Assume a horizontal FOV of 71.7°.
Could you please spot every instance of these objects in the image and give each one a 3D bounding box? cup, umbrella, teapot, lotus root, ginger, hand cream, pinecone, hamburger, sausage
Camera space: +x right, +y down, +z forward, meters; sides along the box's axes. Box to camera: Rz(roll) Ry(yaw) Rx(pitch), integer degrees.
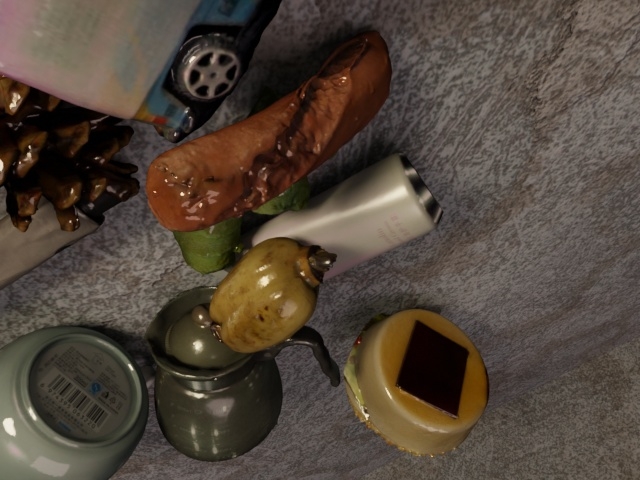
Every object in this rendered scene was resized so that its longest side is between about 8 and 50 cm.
[{"bbox_3d":[-0.412,0.288,0.724,0.274,0.259,0.357,-38,168,19],"label":"cup"},{"bbox_3d":[-0.371,0.008,0.537,0.337,0.067,0.073,-29,143,10],"label":"umbrella"},{"bbox_3d":[-0.142,0.216,0.723,0.305,0.223,0.285,19,134,19],"label":"teapot"},{"bbox_3d":[-0.061,0.066,0.584,0.221,0.125,0.118,-39,174,23],"label":"lotus root"},{"bbox_3d":[-0.094,-0.062,0.560,0.290,0.089,0.137,-39,132,19],"label":"ginger"},{"bbox_3d":[0.000,0.000,0.665,0.359,0.118,0.185,-28,139,22],"label":"hand cream"},{"bbox_3d":[-0.266,-0.092,0.393,0.212,0.168,0.186,4,166,-42],"label":"pinecone"},{"bbox_3d":[0.197,0.284,0.916,0.302,0.302,0.170,-1,144,-23],"label":"hamburger"},{"bbox_3d":[-0.019,-0.112,0.426,0.326,0.087,0.079,-44,-167,-33],"label":"sausage"}]

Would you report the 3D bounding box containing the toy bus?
[{"bbox_3d":[-0.084,-0.255,0.262,0.386,0.171,0.162,-48,157,27],"label":"toy bus"}]
